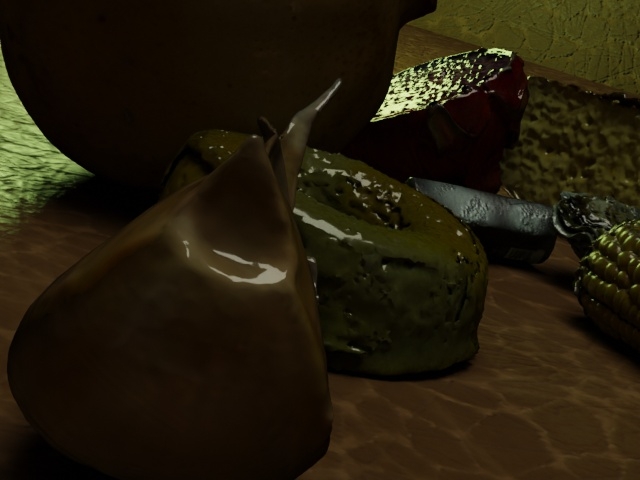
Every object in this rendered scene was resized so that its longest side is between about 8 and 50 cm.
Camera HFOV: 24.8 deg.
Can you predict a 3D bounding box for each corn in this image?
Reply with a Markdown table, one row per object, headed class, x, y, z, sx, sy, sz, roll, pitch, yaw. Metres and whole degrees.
| class | x | y | z | sx | sy | sz | roll | pitch | yaw |
| --- | --- | --- | --- | --- | --- | --- | --- | --- | --- |
| corn | 0.308 | 0.063 | 1.109 | 0.115 | 0.115 | 0.318 | 7 | 16 | -29 |

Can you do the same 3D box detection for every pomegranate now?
| class | x | y | z | sx | sy | sz | roll | pitch | yaw |
| --- | --- | --- | --- | --- | --- | --- | --- | --- | --- |
| pomegranate | -0.083 | -0.227 | 1.232 | 0.417 | 0.416 | 0.416 | 14 | 14 | -4 |

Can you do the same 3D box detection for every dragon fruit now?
| class | x | y | z | sx | sy | sz | roll | pitch | yaw |
| --- | --- | --- | --- | --- | --- | --- | --- | --- | --- |
| dragon fruit | 0.121 | -0.099 | 1.525 | 0.219 | 0.148 | 0.223 | -13 | 18 | 16 |

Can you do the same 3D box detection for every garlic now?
| class | x | y | z | sx | sy | sz | roll | pitch | yaw |
| --- | --- | --- | --- | --- | --- | --- | --- | --- | --- |
| garlic | -0.039 | 0.024 | 0.745 | 0.151 | 0.196 | 0.338 | 31 | 13 | 1 |

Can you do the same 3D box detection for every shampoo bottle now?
| class | x | y | z | sx | sy | sz | roll | pitch | yaw |
| --- | --- | --- | --- | --- | --- | --- | --- | --- | --- |
| shampoo bottle | 0.112 | -0.018 | 1.320 | 0.208 | 0.057 | 0.063 | 9 | 46 | -18 |

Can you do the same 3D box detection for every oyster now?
| class | x | y | z | sx | sy | sz | roll | pitch | yaw |
| --- | --- | --- | --- | --- | --- | --- | --- | --- | --- |
| oyster | 0.287 | 0.011 | 1.339 | 0.177 | 0.064 | 0.125 | 32 | 32 | -7 |

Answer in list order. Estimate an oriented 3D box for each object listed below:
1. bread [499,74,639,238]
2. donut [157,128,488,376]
| class | x | y | z | sx | sy | sz | roll | pitch | yaw |
| --- | --- | --- | --- | --- | --- | --- | --- | --- | --- |
| bread | 0.322 | -0.071 | 1.543 | 0.261 | 0.160 | 0.147 | 19 | 7 | 40 |
| donut | 0.000 | 0.000 | 1.043 | 0.272 | 0.107 | 0.272 | 15 | 16 | -4 |
